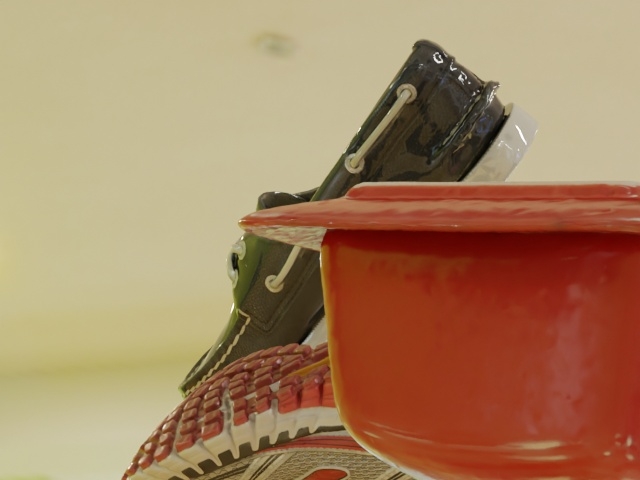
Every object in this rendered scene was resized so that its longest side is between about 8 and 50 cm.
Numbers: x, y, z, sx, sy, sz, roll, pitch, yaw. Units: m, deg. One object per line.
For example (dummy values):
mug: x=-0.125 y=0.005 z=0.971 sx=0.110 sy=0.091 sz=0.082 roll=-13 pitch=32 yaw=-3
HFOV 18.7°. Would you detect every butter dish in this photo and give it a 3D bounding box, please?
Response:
butter dish: x=0.074 y=0.048 z=0.585 sx=0.160 sy=0.118 sz=0.160 roll=0 pitch=-9 yaw=39

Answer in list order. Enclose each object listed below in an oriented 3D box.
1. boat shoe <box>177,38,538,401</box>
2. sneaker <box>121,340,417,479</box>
boat shoe: x=0.000 y=0.000 z=1.166 sx=0.091 sy=0.114 sz=0.302 roll=41 pitch=-65 yaw=-7
sneaker: x=0.002 y=0.100 z=0.912 sx=0.225 sy=0.088 sz=0.093 roll=-17 pitch=-72 yaw=30
